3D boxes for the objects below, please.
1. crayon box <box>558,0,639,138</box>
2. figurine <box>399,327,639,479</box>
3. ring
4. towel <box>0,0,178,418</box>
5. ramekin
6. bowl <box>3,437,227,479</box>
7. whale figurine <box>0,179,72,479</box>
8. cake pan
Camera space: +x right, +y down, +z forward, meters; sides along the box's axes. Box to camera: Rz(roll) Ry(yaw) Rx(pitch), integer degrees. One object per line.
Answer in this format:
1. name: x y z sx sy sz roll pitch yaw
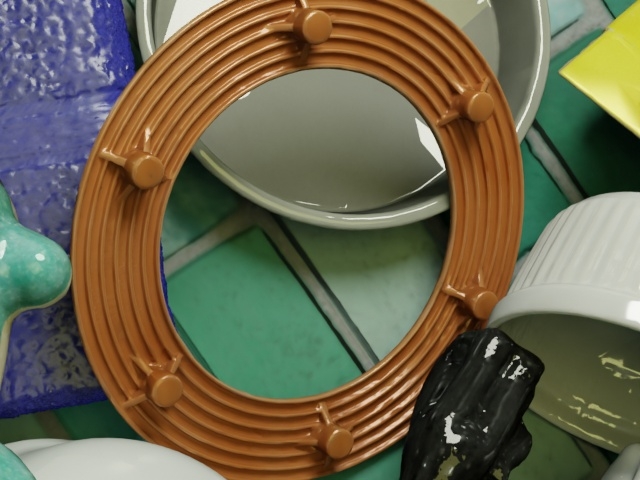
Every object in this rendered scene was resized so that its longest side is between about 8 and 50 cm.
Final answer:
1. crayon box: 0.330 -0.126 1.207 0.202 0.081 0.318 42 63 19
2. figurine: 0.126 0.190 1.063 0.215 0.092 0.209 33 47 4
3. ring: 0.000 0.000 1.102 0.336 0.032 0.336 -9 108 -29
4. towel: -0.221 -0.035 1.116 0.228 0.076 0.308 -10 84 -9
5. ramekin: 0.221 0.058 1.144 0.207 0.207 0.109 30 66 -8
6. bowl: -0.098 0.231 0.991 0.298 0.134 0.298 26 47 -32
7. whale figurine: -0.244 0.044 0.955 0.216 0.141 0.272 -21 61 -2
8. cake pan: 0.014 -0.147 1.199 0.293 0.054 0.293 2 80 -14
